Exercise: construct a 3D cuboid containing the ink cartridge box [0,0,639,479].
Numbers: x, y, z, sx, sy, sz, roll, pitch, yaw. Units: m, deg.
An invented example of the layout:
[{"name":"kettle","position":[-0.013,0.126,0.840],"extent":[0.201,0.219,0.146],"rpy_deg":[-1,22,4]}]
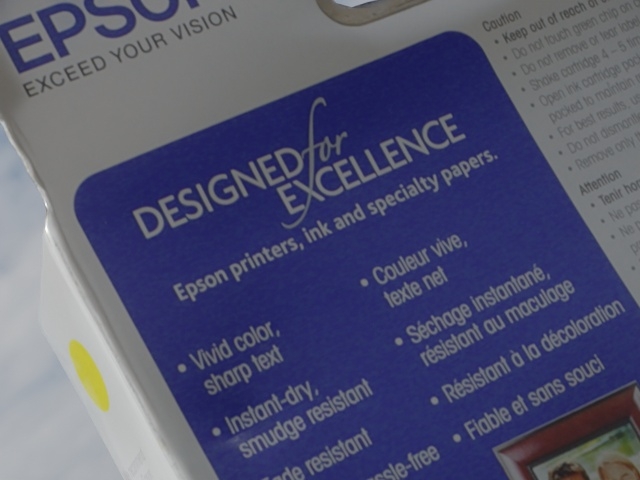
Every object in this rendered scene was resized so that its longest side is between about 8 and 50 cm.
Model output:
[{"name":"ink cartridge box","position":[0.080,0.019,0.563],"extent":[0.303,0.307,0.072],"rpy_deg":[-24,-13,-26]}]
